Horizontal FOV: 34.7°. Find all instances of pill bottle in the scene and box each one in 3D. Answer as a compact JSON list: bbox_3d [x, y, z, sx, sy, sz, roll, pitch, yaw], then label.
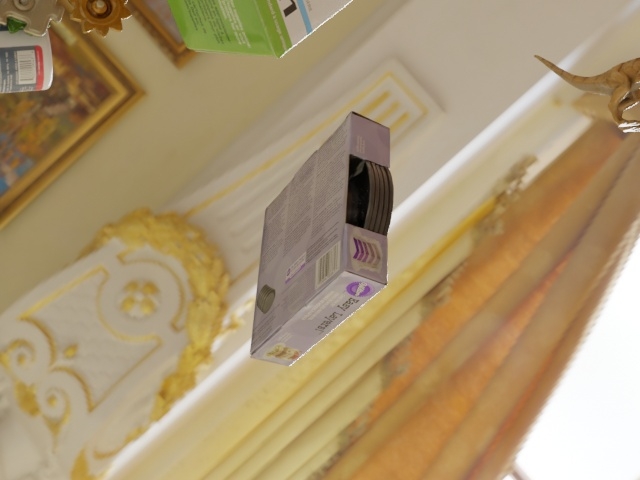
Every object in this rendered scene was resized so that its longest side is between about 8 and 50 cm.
[{"bbox_3d":[-0.468,-0.254,1.405,0.108,0.180,0.108,172,90,-67],"label":"pill bottle"}]

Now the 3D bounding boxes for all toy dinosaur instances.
[{"bbox_3d":[0.360,-0.189,1.236,0.064,0.112,0.211,1,174,-37],"label":"toy dinosaur"}]

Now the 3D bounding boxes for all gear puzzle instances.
[{"bbox_3d":[-0.418,-0.366,1.380,0.338,0.176,0.044,18,167,-14],"label":"gear puzzle"}]

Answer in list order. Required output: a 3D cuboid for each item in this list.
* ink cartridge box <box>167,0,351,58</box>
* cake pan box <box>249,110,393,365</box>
[{"bbox_3d":[-0.008,-0.268,0.683,0.097,0.255,0.189,15,137,42],"label":"ink cartridge box"},{"bbox_3d":[0.000,0.000,1.319,0.070,0.267,0.246,18,-128,-23],"label":"cake pan box"}]
